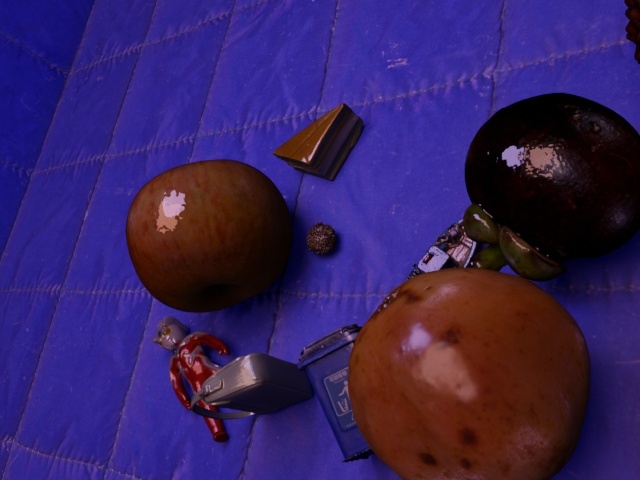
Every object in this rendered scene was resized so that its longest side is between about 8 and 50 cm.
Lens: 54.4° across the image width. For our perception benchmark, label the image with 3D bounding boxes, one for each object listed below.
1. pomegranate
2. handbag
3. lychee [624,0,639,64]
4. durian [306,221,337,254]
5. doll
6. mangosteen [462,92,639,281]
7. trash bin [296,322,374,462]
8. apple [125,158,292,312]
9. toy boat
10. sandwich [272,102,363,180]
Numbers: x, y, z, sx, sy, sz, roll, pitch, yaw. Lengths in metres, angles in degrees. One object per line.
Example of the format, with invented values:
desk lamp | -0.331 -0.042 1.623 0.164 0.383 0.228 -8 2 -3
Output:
pomegranate | 0.246 0.240 0.991 0.410 0.410 0.410 -17 59 31
handbag | -0.157 0.323 1.321 0.219 0.256 0.079 -28 60 15
lychee | 0.666 -0.398 0.940 0.424 0.424 0.500 -53 33 5
durian | 0.000 0.000 1.485 0.091 0.080 0.080 -50 46 29
doll | -0.308 0.316 1.557 0.384 0.099 0.188 37 93 39
mangosteen | 0.389 -0.093 1.062 0.330 0.330 0.330 -17 59 31
trash bin | 0.079 0.297 1.224 0.162 0.184 0.234 -32 64 22
apple | -0.259 -0.002 1.485 0.400 0.400 0.333 -18 83 31
toy boat | 0.245 0.041 1.254 0.100 0.097 0.223 38 95 40
sandwich | -0.005 -0.260 1.580 0.144 0.117 0.187 29 89 39
